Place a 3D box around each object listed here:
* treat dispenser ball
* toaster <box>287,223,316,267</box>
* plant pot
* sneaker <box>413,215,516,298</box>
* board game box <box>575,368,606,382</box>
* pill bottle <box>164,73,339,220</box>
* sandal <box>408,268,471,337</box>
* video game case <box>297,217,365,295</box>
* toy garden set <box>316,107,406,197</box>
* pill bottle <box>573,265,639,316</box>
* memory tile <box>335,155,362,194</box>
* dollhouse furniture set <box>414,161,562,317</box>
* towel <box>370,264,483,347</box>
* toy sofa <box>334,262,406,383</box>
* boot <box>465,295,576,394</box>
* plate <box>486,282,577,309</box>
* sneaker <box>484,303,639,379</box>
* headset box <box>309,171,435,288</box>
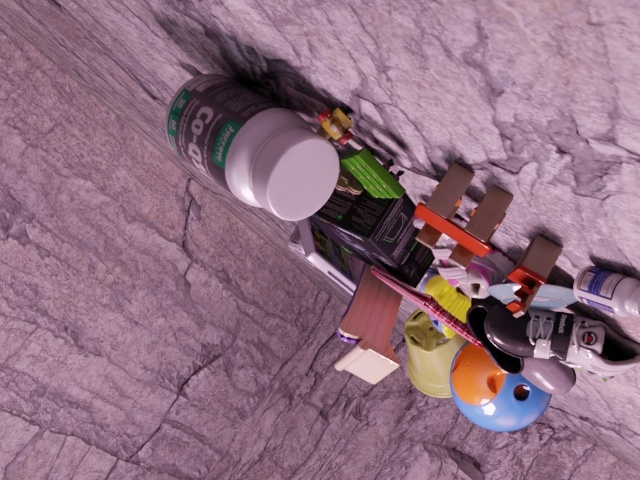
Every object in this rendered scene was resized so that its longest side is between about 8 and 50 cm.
[{"bbox_3d":[0.515,0.400,2.097,0.288,0.288,0.288,33,172,6],"label":"treat dispenser ball"},{"bbox_3d":[0.000,0.000,2.297,0.227,0.146,0.129,41,169,-37],"label":"toaster"},{"bbox_3d":[0.402,0.358,2.513,0.276,0.276,0.253,28,158,38],"label":"plant pot"},{"bbox_3d":[0.286,0.034,1.516,0.252,0.111,0.103,36,171,-12],"label":"sneaker"},{"bbox_3d":[0.617,0.267,1.827,0.259,0.039,0.124,39,170,-38],"label":"board game box"},{"bbox_3d":[-0.139,-0.190,1.467,0.361,0.204,0.204,34,174,41],"label":"pill bottle"},{"bbox_3d":[0.336,0.168,2.101,0.138,0.126,0.317,32,164,39],"label":"sandal"},{"bbox_3d":[0.042,0.018,2.071,0.300,0.036,0.329,40,-158,-33],"label":"video game case"},{"bbox_3d":[0.071,-0.169,1.402,0.204,0.049,0.244,45,178,-8],"label":"toy garden set"},{"bbox_3d":[0.485,0.086,1.208,0.067,0.067,0.120,40,170,-34],"label":"pill bottle"},{"bbox_3d":[0.018,-0.148,1.534,0.113,0.012,0.148,10,-145,-35],"label":"memory tile"},{"bbox_3d":[0.281,0.009,1.313,0.259,0.135,0.262,33,171,9],"label":"dollhouse furniture set"},{"bbox_3d":[0.253,0.152,1.703,0.275,0.031,0.199,36,177,-41],"label":"towel"},{"bbox_3d":[0.140,0.162,1.871,0.177,0.362,0.150,29,143,-8],"label":"toy sofa"},{"bbox_3d":[0.450,0.259,1.675,0.338,0.118,0.223,45,-159,0],"label":"boot"},{"bbox_3d":[0.426,0.115,1.465,0.188,0.024,0.188,8,166,2],"label":"plate"},{"bbox_3d":[0.510,0.195,1.521,0.331,0.122,0.146,15,159,-8],"label":"sneaker"},{"bbox_3d":[0.119,-0.034,1.705,0.246,0.131,0.283,28,171,39],"label":"headset box"}]
